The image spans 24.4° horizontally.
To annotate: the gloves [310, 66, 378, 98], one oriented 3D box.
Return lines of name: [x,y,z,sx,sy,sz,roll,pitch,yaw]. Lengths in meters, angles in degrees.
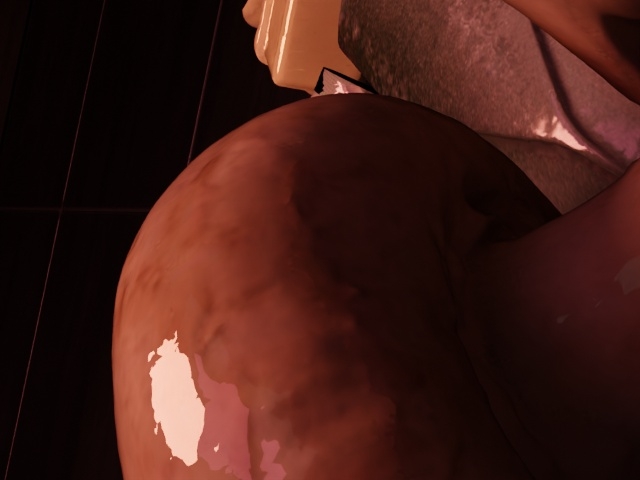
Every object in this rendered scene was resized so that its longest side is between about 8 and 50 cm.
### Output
gloves: [-0.006,-0.002,0.979,0.212,0.111,0.127,-65,29,9]

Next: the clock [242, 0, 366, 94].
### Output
clock: [0.023,-0.310,1.022,0.276,0.120,0.379,-106,24,-62]

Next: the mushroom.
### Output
mushroom: [0.075,0.057,0.559,0.290,0.297,0.297,-37,40,24]

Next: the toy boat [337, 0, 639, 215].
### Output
toy boat: [0.107,-0.098,0.786,0.141,0.092,0.319,-65,33,23]

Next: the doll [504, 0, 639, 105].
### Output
doll: [0.148,-0.259,0.584,0.370,0.215,0.226,-59,-18,12]
